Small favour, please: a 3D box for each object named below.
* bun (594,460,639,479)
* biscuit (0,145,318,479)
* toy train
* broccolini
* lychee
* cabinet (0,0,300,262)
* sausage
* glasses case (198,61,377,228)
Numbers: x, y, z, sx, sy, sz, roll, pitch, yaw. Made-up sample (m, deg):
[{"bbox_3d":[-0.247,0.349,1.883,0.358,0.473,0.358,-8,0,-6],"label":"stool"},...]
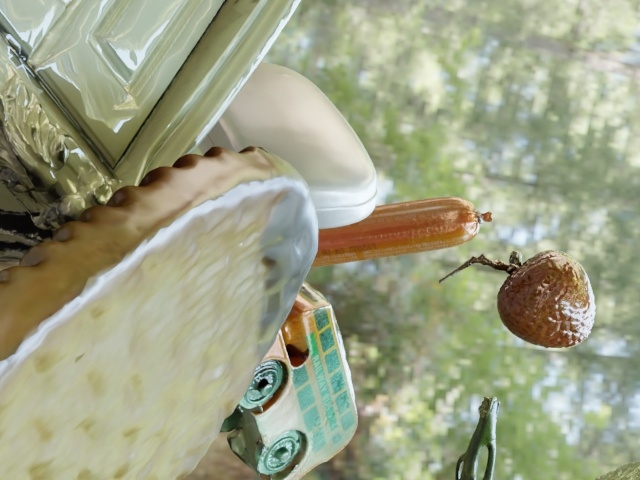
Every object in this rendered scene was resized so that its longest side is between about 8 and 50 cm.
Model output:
[{"bbox_3d":[0.248,0.269,1.312,0.195,0.195,0.118,-26,-82,49],"label":"bun"},{"bbox_3d":[-0.114,0.092,0.626,0.040,0.318,0.318,39,-60,14],"label":"biscuit"},{"bbox_3d":[-0.035,0.102,1.188,0.072,0.099,0.188,34,-28,36],"label":"toy train"},{"bbox_3d":[0.166,0.246,1.723,0.058,0.074,0.201,-103,-156,-69],"label":"broccolini"},{"bbox_3d":[0.223,0.054,1.674,0.114,0.140,0.101,-47,-161,-26],"label":"lychee"},{"bbox_3d":[-0.165,-0.199,0.648,0.227,0.318,0.290,7,-126,38],"label":"cabinet"},{"bbox_3d":[0.000,0.000,1.619,0.348,0.053,0.053,-8,-107,10],"label":"sausage"},{"bbox_3d":[-0.031,-0.069,1.086,0.233,0.092,0.059,-126,-144,-58],"label":"glasses case"}]
